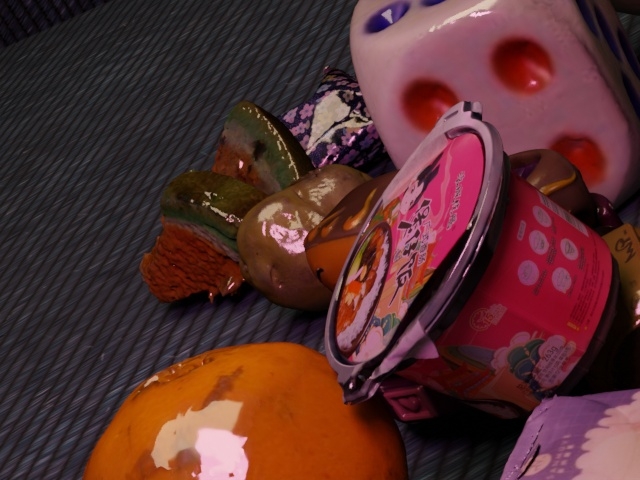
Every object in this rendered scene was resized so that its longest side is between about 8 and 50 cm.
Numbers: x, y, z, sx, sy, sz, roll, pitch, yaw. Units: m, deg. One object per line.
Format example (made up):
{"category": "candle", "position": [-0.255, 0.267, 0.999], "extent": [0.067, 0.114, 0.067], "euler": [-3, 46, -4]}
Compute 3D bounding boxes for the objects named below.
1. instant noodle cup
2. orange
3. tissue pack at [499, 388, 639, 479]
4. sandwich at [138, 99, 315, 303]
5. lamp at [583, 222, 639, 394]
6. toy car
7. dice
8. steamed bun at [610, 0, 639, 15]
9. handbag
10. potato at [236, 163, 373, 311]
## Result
{"category": "instant noodle cup", "position": [0.147, 0.044, 1.759], "extent": [0.302, 0.181, 0.258], "euler": [-66, 18, -15]}
{"category": "orange", "position": [-0.067, 0.243, 1.797], "extent": [0.312, 0.312, 0.312], "euler": [-27, 23, 12]}
{"category": "tissue pack", "position": [0.311, 0.213, 1.555], "extent": [0.343, 0.125, 0.242], "euler": [-7, 30, 30]}
{"category": "sandwich", "position": [-0.140, -0.029, 2.584], "extent": [0.301, 0.162, 0.250], "euler": [-43, 50, 30]}
{"category": "lamp", "position": [0.302, 0.078, 1.848], "extent": [0.161, 0.161, 0.185], "euler": [-29, 21, 7]}
{"category": "toy car", "position": [0.142, 0.014, 2.039], "extent": [0.271, 0.240, 0.340], "euler": [-15, 24, 51]}
{"category": "dice", "position": [0.216, -0.188, 2.313], "extent": [0.277, 0.304, 0.304], "euler": [-23, 24, 20]}
{"category": "steamed bun", "position": [0.426, -0.432, 2.412], "extent": [0.371, 0.456, 0.290], "euler": [9, 71, 59]}
{"category": "handbag", "position": [-0.006, -0.133, 2.725], "extent": [0.208, 0.127, 0.229], "euler": [-40, 24, -2]}
{"category": "potato", "position": [-0.001, 0.001, 2.394], "extent": [0.200, 0.137, 0.154], "euler": [-25, 60, -15]}
